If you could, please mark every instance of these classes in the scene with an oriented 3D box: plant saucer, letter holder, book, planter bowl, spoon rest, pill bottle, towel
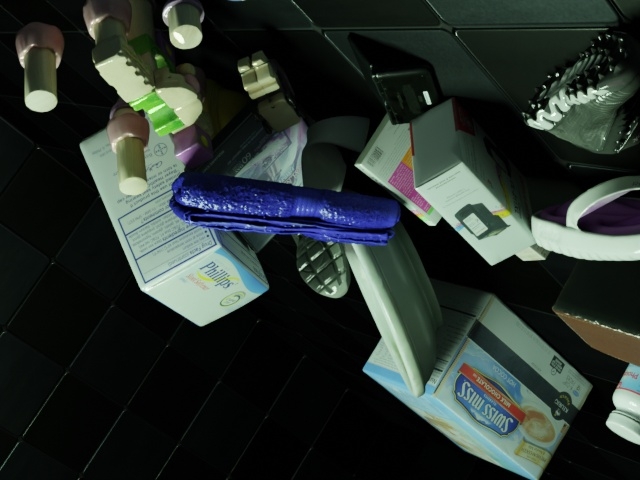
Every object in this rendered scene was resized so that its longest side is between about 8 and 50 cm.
[{"bbox_3d":[0.124,0.069,1.924,0.400,0.100,0.400,156,90,-89],"label":"plant saucer"},{"bbox_3d":[0.479,0.107,1.355,0.302,0.152,0.214,18,162,47],"label":"letter holder"},{"bbox_3d":[0.127,-0.100,1.534,0.144,0.096,0.035,38,165,-21],"label":"book"},{"bbox_3d":[-0.138,-0.171,1.805,0.090,0.217,0.217,-11,153,12],"label":"planter bowl"},{"bbox_3d":[0.005,-0.119,1.716,0.084,0.137,0.276,16,158,-6],"label":"spoon rest"},{"bbox_3d":[0.501,0.226,1.699,0.087,0.160,0.087,31,166,8],"label":"pill bottle"},{"bbox_3d":[-0.059,-0.037,1.589,0.308,0.076,0.227,8,177,-10],"label":"towel"}]

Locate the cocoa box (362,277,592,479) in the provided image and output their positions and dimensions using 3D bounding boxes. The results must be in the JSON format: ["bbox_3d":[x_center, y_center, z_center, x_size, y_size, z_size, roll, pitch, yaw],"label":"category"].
[{"bbox_3d":[0.303,0.266,2.154,0.347,0.228,0.231,41,165,-30],"label":"cocoa box"}]

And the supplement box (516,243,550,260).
[{"bbox_3d":[0.283,-0.013,1.617,0.098,0.036,0.062,37,166,-16],"label":"supplement box"}]

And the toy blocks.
[{"bbox_3d":[-0.230,-0.275,1.586,0.288,0.309,0.260,49,-157,-50],"label":"toy blocks"}]

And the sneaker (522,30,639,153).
[{"bbox_3d":[0.285,-0.137,1.094,0.106,0.078,0.234,31,171,-4],"label":"sneaker"}]

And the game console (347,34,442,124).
[{"bbox_3d":[0.097,-0.206,1.409,0.107,0.071,0.122,-4,155,16],"label":"game console"}]

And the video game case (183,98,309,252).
[{"bbox_3d":[-0.089,-0.112,1.776,0.026,0.196,0.274,39,172,32],"label":"video game case"}]

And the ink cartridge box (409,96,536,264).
[{"bbox_3d":[0.192,-0.073,1.398,0.072,0.127,0.175,-30,129,26],"label":"ink cartridge box"}]

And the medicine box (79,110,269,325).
[{"bbox_3d":[-0.235,-0.037,1.842,0.289,0.149,0.263,64,-174,22],"label":"medicine box"}]

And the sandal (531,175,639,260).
[{"bbox_3d":[0.347,-0.042,1.205,0.416,0.169,0.102,-2,103,68],"label":"sandal"}]

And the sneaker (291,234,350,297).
[{"bbox_3d":[0.000,0.000,2.076,0.106,0.101,0.267,29,-152,-51],"label":"sneaker"}]
